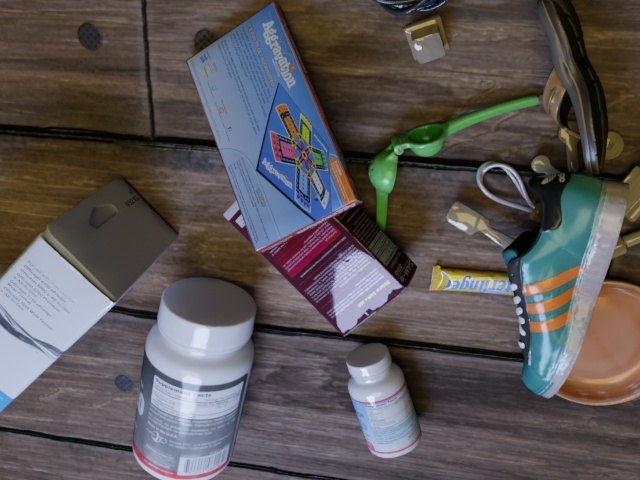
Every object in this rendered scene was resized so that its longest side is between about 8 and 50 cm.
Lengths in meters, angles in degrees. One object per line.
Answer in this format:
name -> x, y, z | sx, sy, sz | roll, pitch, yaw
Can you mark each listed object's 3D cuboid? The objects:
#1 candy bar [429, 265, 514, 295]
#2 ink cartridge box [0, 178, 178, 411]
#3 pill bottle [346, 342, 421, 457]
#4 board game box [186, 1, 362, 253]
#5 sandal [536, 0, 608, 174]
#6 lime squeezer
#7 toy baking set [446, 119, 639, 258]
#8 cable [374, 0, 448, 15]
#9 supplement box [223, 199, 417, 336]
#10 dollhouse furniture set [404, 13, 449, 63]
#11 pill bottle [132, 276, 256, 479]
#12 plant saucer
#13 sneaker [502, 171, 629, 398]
candy bar -> 0.237, 0.060, 0.912 | 0.161, 0.018, 0.040 | 5, 114, 9
ink cartridge box -> -0.377, 0.079, 0.923 | 0.307, 0.223, 0.129 | -39, 101, 22
pill bottle -> 0.092, 0.240, 0.977 | 0.087, 0.087, 0.160 | -13, 109, 16
board game box -> -0.064, -0.141, 0.803 | 0.145, 0.027, 0.281 | -27, 74, 21
sandal -> 0.290, -0.183, 0.766 | 0.060, 0.090, 0.219 | -15, 104, 40
lime squeezer -> 0.135, -0.099, 0.844 | 0.110, 0.059, 0.310 | 40, 113, -7
toy baking set -> 0.308, -0.043, 0.852 | 0.256, 0.030, 0.196 | -28, 100, 16
cable -> 0.107, -0.313, 0.656 | 0.184, 0.047, 0.150 | -16, 132, 20
supplement box -> 0.000, 0.000, 0.879 | 0.239, 0.073, 0.130 | 46, 123, -3
dollhouse furniture set -> 0.198, -0.421, 0.698 | 0.303, 0.174, 0.355 | -13, 133, 16
pill bottle -> -0.189, 0.208, 0.977 | 0.161, 0.161, 0.283 | 16, 114, 4
plant saucer -> 0.390, 0.139, 0.907 | 0.200, 0.037, 0.200 | 4, 114, 8
sneaker -> 0.285, 0.056, 0.821 | 0.121, 0.108, 0.302 | 15, 113, 17
